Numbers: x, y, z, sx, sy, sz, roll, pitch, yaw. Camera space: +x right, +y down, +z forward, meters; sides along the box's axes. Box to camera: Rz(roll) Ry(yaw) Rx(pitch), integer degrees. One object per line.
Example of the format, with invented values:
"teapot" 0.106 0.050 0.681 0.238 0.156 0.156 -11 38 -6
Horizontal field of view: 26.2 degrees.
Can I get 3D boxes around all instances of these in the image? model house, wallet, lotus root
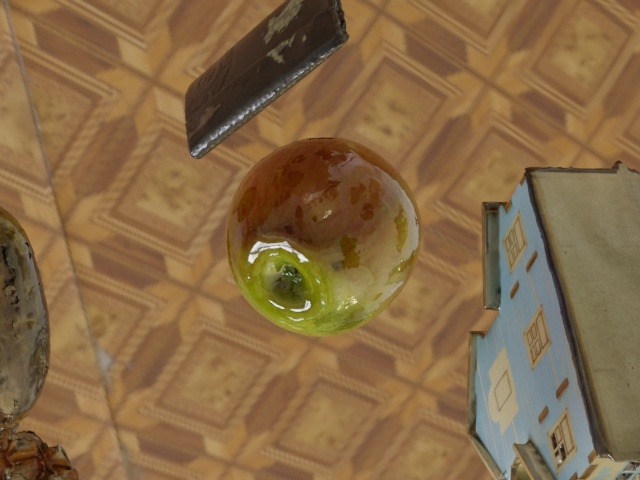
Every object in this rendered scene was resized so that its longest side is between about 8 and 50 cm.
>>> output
"model house" 0.206 0.097 1.001 0.178 0.271 0.206 -1 145 -17
"wallet" -0.088 -0.263 2.029 0.044 0.170 0.321 31 128 -33
"lotus root" -0.511 0.125 2.079 0.179 0.196 0.397 -29 124 -51

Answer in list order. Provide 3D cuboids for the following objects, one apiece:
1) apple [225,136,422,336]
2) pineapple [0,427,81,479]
"apple" 0.000 0.000 1.341 0.196 0.196 0.196 -14 123 -22
"pineapple" -0.352 0.344 1.294 0.272 0.263 0.262 -31 133 -45
